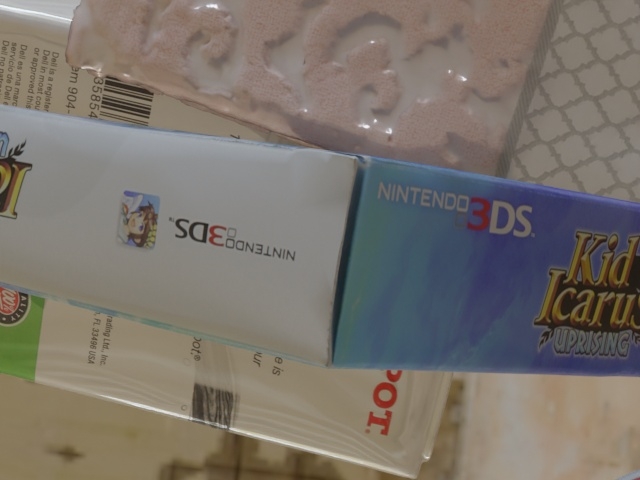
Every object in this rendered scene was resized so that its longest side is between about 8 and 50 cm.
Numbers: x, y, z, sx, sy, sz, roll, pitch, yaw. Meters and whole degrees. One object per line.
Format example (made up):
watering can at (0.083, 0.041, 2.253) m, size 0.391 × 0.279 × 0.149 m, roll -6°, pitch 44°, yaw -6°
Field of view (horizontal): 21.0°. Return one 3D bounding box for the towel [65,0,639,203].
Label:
towel at (0.077, -0.185, 0.766) m, size 0.053 × 0.317 × 0.332 m, roll 20°, pitch -89°, yaw -76°

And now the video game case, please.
video game case at (0.000, 0.000, 0.607) m, size 0.269 × 0.244 × 0.061 m, roll 7°, pitch -88°, yaw -50°

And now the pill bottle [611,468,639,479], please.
pill bottle at (0.123, 0.161, 0.249) m, size 0.363 × 0.210 × 0.210 m, roll -145°, pitch 61°, yaw -84°

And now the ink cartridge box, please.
ink cartridge box at (-0.051, -0.014, 0.903) m, size 0.115 × 0.272 × 0.198 m, roll -65°, pitch -12°, yaw -69°
